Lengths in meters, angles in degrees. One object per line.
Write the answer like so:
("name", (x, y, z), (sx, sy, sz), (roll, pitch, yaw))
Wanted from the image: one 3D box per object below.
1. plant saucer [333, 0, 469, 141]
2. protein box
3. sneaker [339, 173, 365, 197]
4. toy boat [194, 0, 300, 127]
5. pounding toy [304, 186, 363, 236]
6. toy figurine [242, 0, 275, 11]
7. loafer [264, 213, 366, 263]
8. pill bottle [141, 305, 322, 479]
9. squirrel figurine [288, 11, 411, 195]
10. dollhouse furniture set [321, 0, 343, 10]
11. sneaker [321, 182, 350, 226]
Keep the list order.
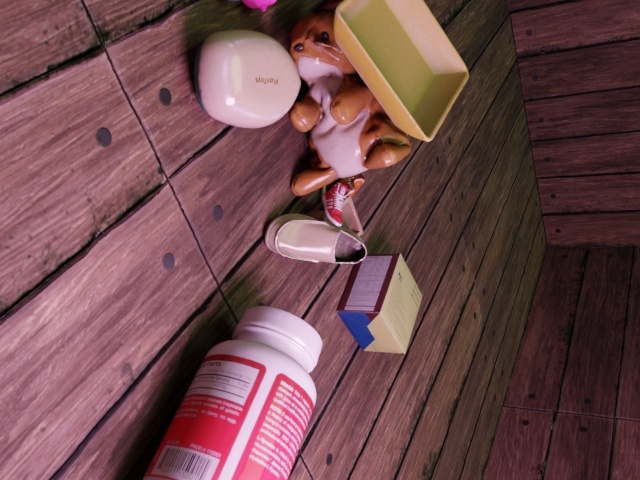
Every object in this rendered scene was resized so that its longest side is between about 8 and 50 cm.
("plant saucer", (0.171, -0.413, 1.371), (0.333, 0.081, 0.333), (50, 46, -17))
("protein box", (0.169, 0.174, 1.730), (0.200, 0.135, 0.201), (58, 43, -39))
("sneaker", (0.071, -0.144, 1.669), (0.067, 0.064, 0.175), (-64, 171, 32))
("toy boat", (-0.151, -0.386, 1.242), (0.267, 0.148, 0.319), (-6, 101, -54))
("pounding toy", (0.024, -0.058, 1.558), (0.130, 0.100, 0.141), (-41, 122, -35))
("toy figurine", (-0.133, -0.570, 1.304), (0.173, 0.130, 0.159), (21, 79, -34))
("loafer", (0.000, 0.000, 1.424), (0.268, 0.092, 0.102), (6, 98, -34))
("pill bottle", (-0.143, 0.332, 1.120), (0.229, 0.228, 0.408), (59, 42, -39))
("squirrel figurine", (0.063, -0.358, 1.487), (0.397, 0.281, 0.371), (-36, 106, -49))
("dollhouse furniture set", (0.129, -0.615, 1.723), (0.374, 0.152, 0.201), (-75, 148, -56))
("sneaker", (0.042, -0.089, 1.455), (0.042, 0.067, 0.119), (28, 29, -36))
